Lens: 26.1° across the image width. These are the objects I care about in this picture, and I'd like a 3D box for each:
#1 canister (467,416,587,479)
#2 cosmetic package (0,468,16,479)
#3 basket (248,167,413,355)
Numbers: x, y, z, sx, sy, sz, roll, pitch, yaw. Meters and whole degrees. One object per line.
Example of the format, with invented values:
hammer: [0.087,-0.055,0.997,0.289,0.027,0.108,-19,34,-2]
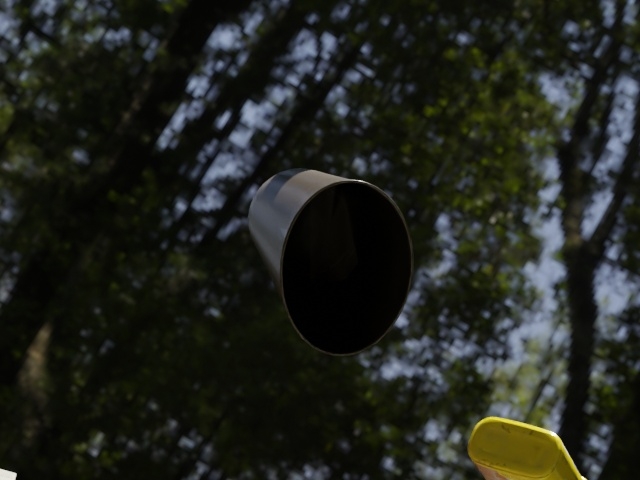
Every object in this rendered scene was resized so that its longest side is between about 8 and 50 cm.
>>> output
canister: [0.262,0.291,1.721,0.126,0.073,0.170,11,-26,31]
cosmetic package: [-0.349,0.286,1.438,0.041,0.060,0.115,16,10,-10]
basket: [0.000,0.000,1.629,0.154,0.204,0.227,-5,18,-15]
